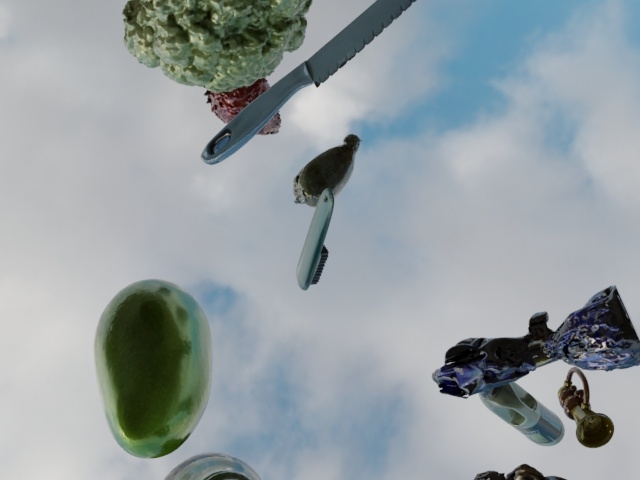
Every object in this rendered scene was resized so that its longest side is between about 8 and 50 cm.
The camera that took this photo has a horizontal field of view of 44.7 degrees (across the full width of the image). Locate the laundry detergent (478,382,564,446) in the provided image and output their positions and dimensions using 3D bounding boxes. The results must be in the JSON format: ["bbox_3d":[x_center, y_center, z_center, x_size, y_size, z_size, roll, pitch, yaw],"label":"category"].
[{"bbox_3d":[0.347,0.294,1.402,0.070,0.226,0.099,-51,-147,0],"label":"laundry detergent"}]

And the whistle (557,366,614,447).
[{"bbox_3d":[0.314,0.199,0.953,0.046,0.057,0.109,-25,-159,5],"label":"whistle"}]

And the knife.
[{"bbox_3d":[-0.002,-0.160,0.719,0.313,0.019,0.044,-37,-133,23],"label":"knife"}]

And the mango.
[{"bbox_3d":[-0.235,0.174,1.090,0.156,0.192,0.343,-29,-156,5],"label":"mango"}]

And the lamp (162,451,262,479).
[{"bbox_3d":[-0.132,0.398,1.141,0.182,0.314,0.181,12,-114,-29],"label":"lamp"}]

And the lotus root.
[{"bbox_3d":[0.015,-0.122,1.398,0.088,0.088,0.165,34,-107,27],"label":"lotus root"}]

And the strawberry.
[{"bbox_3d":[-0.157,-0.265,1.535,0.141,0.192,0.085,2,-129,7],"label":"strawberry"}]

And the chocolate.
[{"bbox_3d":[0.338,0.175,1.241,0.343,0.126,0.148,-22,-144,30],"label":"chocolate"}]

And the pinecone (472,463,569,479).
[{"bbox_3d":[0.242,0.393,0.896,0.244,0.243,0.257,11,-172,11],"label":"pinecone"}]

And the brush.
[{"bbox_3d":[0.000,0.000,1.135,0.032,0.193,0.043,-8,-133,-29],"label":"brush"}]

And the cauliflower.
[{"bbox_3d":[-0.166,-0.360,1.135,0.327,0.281,0.260,-21,-179,26],"label":"cauliflower"}]
